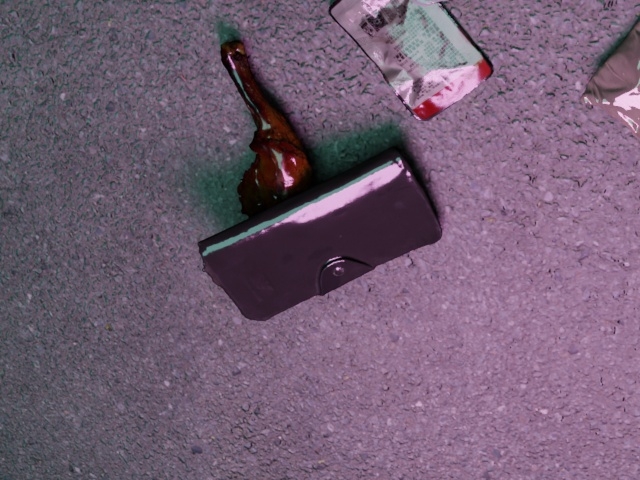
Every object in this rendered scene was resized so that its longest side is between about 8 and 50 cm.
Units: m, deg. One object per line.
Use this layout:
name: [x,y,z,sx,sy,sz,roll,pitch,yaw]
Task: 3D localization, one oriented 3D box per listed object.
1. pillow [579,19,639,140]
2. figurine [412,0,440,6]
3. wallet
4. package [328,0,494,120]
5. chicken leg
pillow: [0.506,-0.184,1.843,0.270,0.067,0.173,45,118,-6]
figurine: [0.188,-0.404,1.823,0.192,0.126,0.147,10,85,23]
wallet: [0.000,0.000,2.065,0.377,0.051,0.197,-25,125,11]
package: [0.135,-0.304,1.944,0.154,0.030,0.239,-35,101,31]
chicken leg: [-0.085,-0.134,2.090,0.158,0.096,0.407,10,121,37]
